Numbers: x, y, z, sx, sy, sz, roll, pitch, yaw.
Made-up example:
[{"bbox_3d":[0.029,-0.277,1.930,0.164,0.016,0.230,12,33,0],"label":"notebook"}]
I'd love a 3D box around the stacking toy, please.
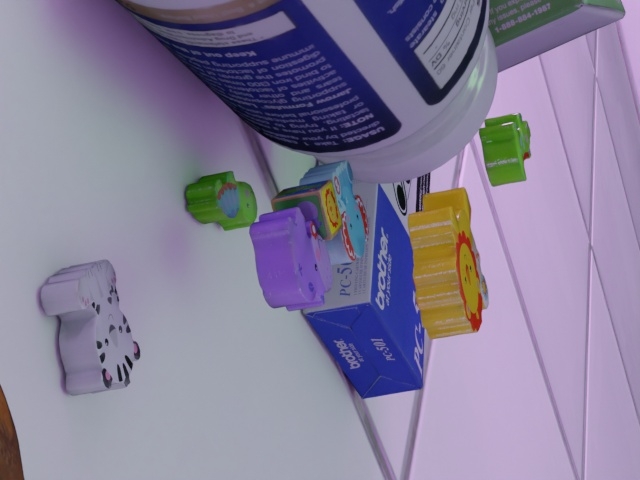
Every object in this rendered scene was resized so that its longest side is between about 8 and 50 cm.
[{"bbox_3d":[0.000,0.000,0.609,0.221,0.167,0.052,-48,125,-68],"label":"stacking toy"}]

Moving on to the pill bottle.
[{"bbox_3d":[-0.004,-0.130,0.688,0.265,0.153,0.153,42,41,-62],"label":"pill bottle"}]

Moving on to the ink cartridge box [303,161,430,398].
[{"bbox_3d":[0.034,-0.013,0.905,0.097,0.046,0.207,58,28,-44],"label":"ink cartridge box"}]

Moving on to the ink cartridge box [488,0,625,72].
[{"bbox_3d":[0.069,-0.210,0.863,0.092,0.160,0.219,-9,79,-60],"label":"ink cartridge box"}]

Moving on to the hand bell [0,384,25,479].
[{"bbox_3d":[-0.091,0.112,0.436,0.242,0.126,0.126,64,20,-5],"label":"hand bell"}]
